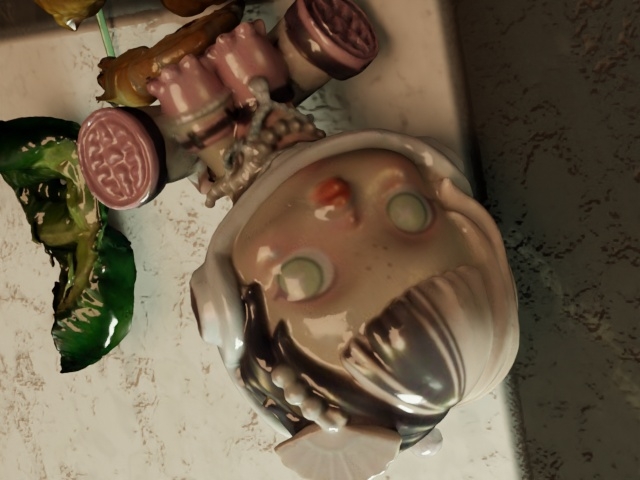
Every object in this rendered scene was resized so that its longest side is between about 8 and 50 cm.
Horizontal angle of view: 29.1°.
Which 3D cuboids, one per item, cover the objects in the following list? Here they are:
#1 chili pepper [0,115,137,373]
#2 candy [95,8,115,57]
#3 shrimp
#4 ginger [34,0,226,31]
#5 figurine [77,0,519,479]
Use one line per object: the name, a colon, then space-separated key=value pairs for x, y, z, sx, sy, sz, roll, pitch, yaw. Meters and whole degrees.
chili pepper: x=-0.247 y=-0.002 z=1.246 sx=0.148 sy=0.116 sz=0.265 roll=-5 pitch=105 yaw=28
candy: x=-0.220 y=-0.248 z=1.159 sx=0.060 sy=0.060 sz=0.201 roll=2 pitch=116 yaw=38
shrimp: x=-0.137 y=-0.165 z=1.077 sx=0.053 sy=0.133 sz=0.236 roll=44 pitch=159 yaw=-18
ginger: x=-0.214 y=-0.283 z=0.988 sx=0.357 sy=0.274 sz=0.152 roll=8 pitch=77 yaw=32
figurine: x=0.008 y=-0.006 z=0.966 sx=0.253 sy=0.211 sz=0.361 roll=-37 pitch=73 yaw=1
